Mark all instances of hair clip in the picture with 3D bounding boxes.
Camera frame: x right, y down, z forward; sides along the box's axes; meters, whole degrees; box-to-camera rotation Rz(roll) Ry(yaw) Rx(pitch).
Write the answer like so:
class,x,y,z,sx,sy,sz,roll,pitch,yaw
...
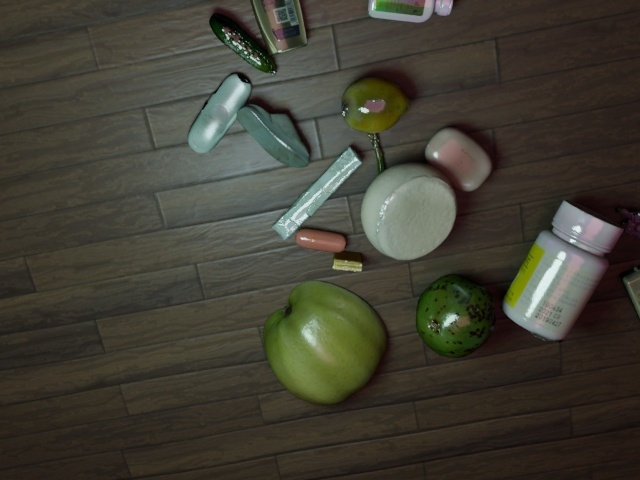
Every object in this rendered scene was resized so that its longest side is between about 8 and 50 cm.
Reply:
class,x,y,z,sx,sy,sz,roll,pitch,yaw
hair clip,1.012,-0.027,1.946,0.292,0.085,0.106,23,150,-5

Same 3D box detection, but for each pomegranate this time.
class,x,y,z,sx,sy,sz,roll,pitch,yaw
pomegranate,0.408,0.222,1.947,0.254,0.270,0.255,11,109,34

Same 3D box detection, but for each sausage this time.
class,x,y,z,sx,sy,sz,roll,pitch,yaw
sausage,0.000,0.000,1.950,0.154,0.062,0.062,9,108,-3

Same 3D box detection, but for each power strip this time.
class,x,y,z,sx,sy,sz,roll,pitch,yaw
power strip,1.022,0.188,2.018,0.105,0.070,0.257,-29,105,8

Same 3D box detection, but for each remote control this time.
class,x,y,z,sx,sy,sz,roll,pitch,yaw
remote control,-0.287,-0.356,1.840,0.097,0.045,0.256,33,102,-11

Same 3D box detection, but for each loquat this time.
class,x,y,z,sx,sy,sz,roll,pitch,yaw
loquat,0.150,-0.372,1.790,0.195,0.152,0.152,-7,108,-8

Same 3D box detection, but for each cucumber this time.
class,x,y,z,sx,sy,sz,roll,pitch,yaw
cucumber,-0.208,-0.529,1.775,0.227,0.069,0.069,38,104,-17

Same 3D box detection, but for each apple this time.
class,x,y,z,sx,sy,sz,roll,pitch,yaw
apple,0.000,0.327,2.046,0.360,0.311,0.320,43,58,-14

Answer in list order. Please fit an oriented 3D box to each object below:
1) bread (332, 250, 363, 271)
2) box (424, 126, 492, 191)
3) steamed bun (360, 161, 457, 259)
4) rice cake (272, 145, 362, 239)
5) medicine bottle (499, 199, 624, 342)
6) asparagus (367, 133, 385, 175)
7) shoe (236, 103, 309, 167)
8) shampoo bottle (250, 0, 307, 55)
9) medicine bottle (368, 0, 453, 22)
class,x,y,z,sx,sy,sz,roll,pitch,yaw
bread,0.081,0.061,1.955,0.090,0.094,0.035,6,107,0
box,0.394,-0.231,1.864,0.200,0.088,0.146,38,102,-11
steamed bun,0.238,-0.094,1.851,0.282,0.177,0.283,-12,123,-19
rice cake,-0.010,-0.135,1.907,0.066,0.063,0.336,43,104,-3
medicine bottle,0.704,0.090,1.908,0.213,0.213,0.379,22,106,-8
asparagus,0.167,-0.227,1.896,0.034,0.027,0.236,-15,108,-7
shoe,-0.121,-0.307,1.840,0.251,0.103,0.100,39,60,-25
shampoo bottle,-0.132,-0.673,1.715,0.125,0.084,0.350,-21,108,-12
medicine bottle,0.239,-0.641,1.733,0.219,0.078,0.115,6,106,-3
